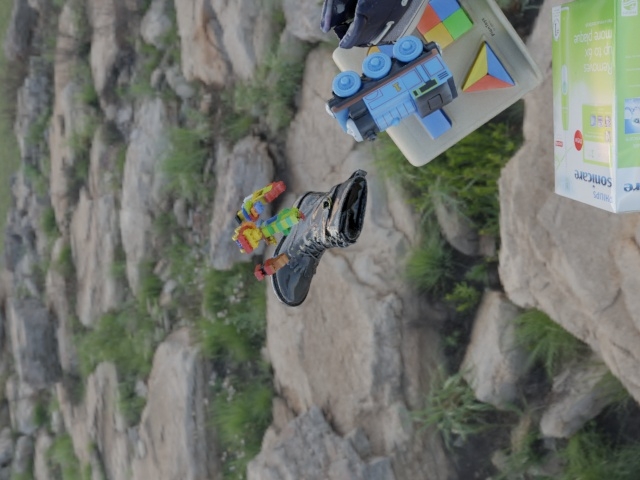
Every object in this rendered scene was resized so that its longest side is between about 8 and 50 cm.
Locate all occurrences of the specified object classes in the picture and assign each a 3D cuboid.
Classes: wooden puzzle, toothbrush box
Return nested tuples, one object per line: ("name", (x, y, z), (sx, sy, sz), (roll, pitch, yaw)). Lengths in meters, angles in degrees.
("wooden puzzle", (0.243, -0.361, 1.623), (0.347, 0.080, 0.322), (-33, 103, 24))
("toothbrush box", (0.417, -0.196, 1.070), (0.206, 0.122, 0.283), (-116, 20, -77))

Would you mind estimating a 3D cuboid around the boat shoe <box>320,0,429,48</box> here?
("boat shoe", (0.114, -0.430, 1.149), (0.127, 0.158, 0.341), (45, 137, 23))

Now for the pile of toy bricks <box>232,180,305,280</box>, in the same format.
("pile of toy bricks", (-0.075, -0.026, 1.317), (0.118, 0.105, 0.212), (58, -167, -19))

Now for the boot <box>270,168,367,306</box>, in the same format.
("boot", (0.000, 0.000, 1.451), (0.229, 0.091, 0.263), (-4, 73, 64))

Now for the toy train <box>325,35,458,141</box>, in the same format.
("toy train", (0.099, -0.209, 1.083), (0.184, 0.080, 0.105), (-29, 63, 6))
